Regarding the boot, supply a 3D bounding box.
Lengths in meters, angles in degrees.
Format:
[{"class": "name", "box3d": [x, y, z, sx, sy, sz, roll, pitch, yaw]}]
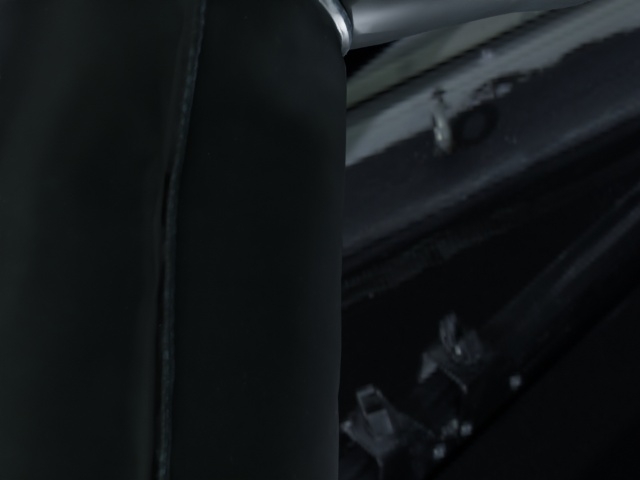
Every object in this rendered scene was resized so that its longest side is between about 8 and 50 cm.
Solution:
[{"class": "boot", "box3d": [-0.002, 0.000, 0.605, 0.366, 0.146, 0.445, 7, -104, -20]}]
